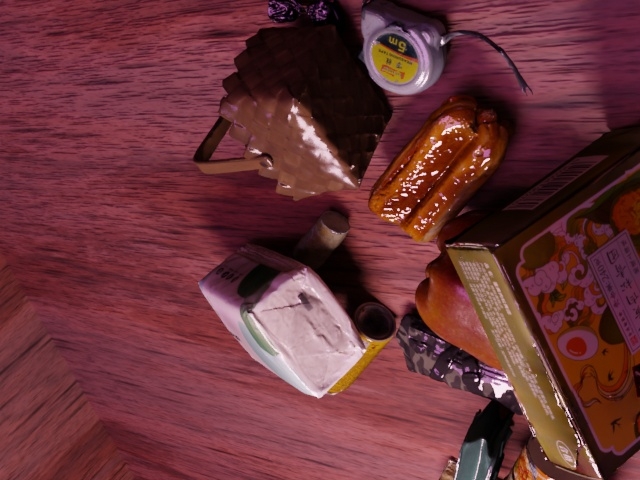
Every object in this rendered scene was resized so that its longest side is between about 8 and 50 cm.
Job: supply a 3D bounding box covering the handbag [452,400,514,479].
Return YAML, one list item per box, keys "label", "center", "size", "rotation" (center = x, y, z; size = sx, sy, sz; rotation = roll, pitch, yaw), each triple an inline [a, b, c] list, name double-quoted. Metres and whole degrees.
- label: "handbag"
  center: [0.338, 0.525, 2.025]
  size: [0.089, 0.238, 0.326]
  rotation: [17, 115, 20]

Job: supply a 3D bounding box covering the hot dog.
- label: "hot dog"
  center: [0.215, -0.130, 1.683]
  size: [0.158, 0.117, 0.349]
  rotation: [36, 140, 1]

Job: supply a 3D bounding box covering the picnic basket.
- label: "picnic basket"
  center: [-0.069, -0.231, 1.714]
  size: [0.321, 0.254, 0.291]
  rotation: [-1, 141, 39]

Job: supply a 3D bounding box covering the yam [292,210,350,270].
- label: "yam"
  center: [0.000, 0.000, 2.025]
  size: [0.078, 0.078, 0.179]
  rotation: [41, 142, 3]

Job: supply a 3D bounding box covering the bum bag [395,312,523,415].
- label: "bum bag"
  center: [0.307, 0.267, 1.989]
  size: [0.340, 0.095, 0.144]
  rotation: [20, 121, 26]

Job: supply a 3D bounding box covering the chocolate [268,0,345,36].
- label: "chocolate"
  center: [-0.020, -0.409, 1.687]
  size: [0.147, 0.070, 0.072]
  rotation: [18, 126, 14]

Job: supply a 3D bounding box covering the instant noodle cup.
- label: "instant noodle cup"
  center: [0.499, 0.508, 1.956]
  size: [0.230, 0.230, 0.182]
  rotation: [25, 128, 22]

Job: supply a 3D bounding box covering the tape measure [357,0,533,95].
- label: "tape measure"
  center: [0.212, -0.292, 1.556]
  size: [0.330, 0.084, 0.164]
  rotation: [27, 141, 22]

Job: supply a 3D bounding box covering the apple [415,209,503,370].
- label: "apple"
  center: [0.337, 0.084, 1.637]
  size: [0.317, 0.288, 0.288]
  rotation: [21, 138, 11]

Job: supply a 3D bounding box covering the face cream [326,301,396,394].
- label: "face cream"
  center: [0.064, 0.271, 2.195]
  size: [0.105, 0.105, 0.348]
  rotation: [39, 142, 6]

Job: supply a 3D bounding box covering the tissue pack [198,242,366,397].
- label: "tissue pack"
  center: [-0.090, 0.168, 2.071]
  size: [0.266, 0.194, 0.356]
  rotation: [54, 165, -21]

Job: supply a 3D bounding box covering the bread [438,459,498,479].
- label: "bread"
  center: [0.400, 0.677, 2.272]
  size: [0.239, 0.111, 0.246]
  rotation: [13, 130, 29]

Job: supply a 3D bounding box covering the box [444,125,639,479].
- label: "box"
  center: [0.438, 0.089, 1.435]
  size: [0.420, 0.373, 0.138]
  rotation: [63, 158, -12]
